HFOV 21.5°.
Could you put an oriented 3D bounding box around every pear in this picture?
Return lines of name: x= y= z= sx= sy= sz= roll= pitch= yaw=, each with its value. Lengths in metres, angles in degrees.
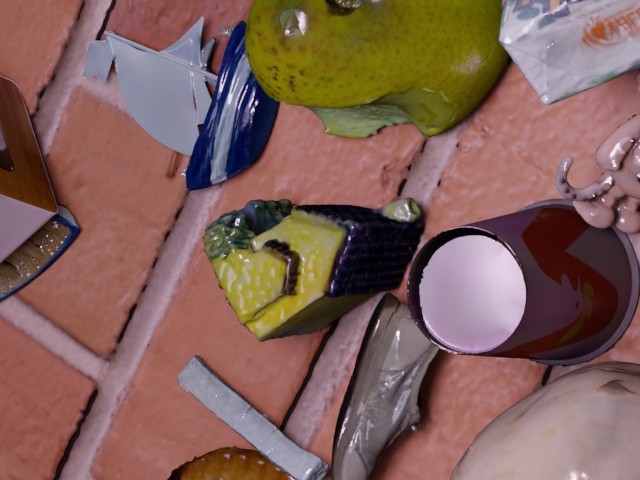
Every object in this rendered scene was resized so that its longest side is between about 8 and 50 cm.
pear: x=0.049 y=-0.221 z=1.923 sx=0.286 sy=0.282 sz=0.176 roll=-3 pitch=81 yaw=28

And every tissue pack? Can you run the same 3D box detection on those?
tissue pack: x=-0.473 y=-0.105 z=2.230 sx=0.136 sy=0.159 sz=0.246 roll=-41 pitch=53 yaw=24
tissue pack: x=0.314 y=-0.306 z=1.773 sx=0.228 sy=0.311 sz=0.128 roll=-24 pitch=123 yaw=27

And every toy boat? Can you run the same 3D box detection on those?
toy boat: x=-0.421 y=0.028 z=2.299 sx=0.229 sy=0.080 sz=0.046 roll=-39 pitch=40 yaw=26
toy boat: x=-0.169 y=-0.211 z=2.157 sx=0.291 sy=0.070 sz=0.210 roll=48 pitch=109 yaw=21

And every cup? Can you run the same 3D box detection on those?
cup: x=0.214 y=0.051 z=1.837 sx=0.203 sy=0.288 sz=0.203 roll=0 pitch=90 yaw=28

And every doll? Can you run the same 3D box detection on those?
doll: x=0.371 y=-0.133 z=1.832 sx=0.278 sy=0.154 sz=0.119 roll=-56 pitch=40 yaw=20

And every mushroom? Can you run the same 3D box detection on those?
mushroom: x=0.315 y=0.310 z=1.821 sx=0.336 sy=0.314 sz=0.314 roll=45 pitch=112 yaw=-3

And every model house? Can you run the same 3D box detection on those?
model house: x=0.000 y=0.000 z=2.000 sx=0.211 sy=0.194 sz=0.170 roll=-30 pitch=76 yaw=26

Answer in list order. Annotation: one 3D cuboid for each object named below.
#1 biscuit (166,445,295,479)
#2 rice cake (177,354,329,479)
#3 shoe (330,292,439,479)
biscuit: x=-0.099 y=0.422 z=2.151 sx=0.318 sy=0.040 sz=0.318 roll=1 pitch=92 yaw=28
rice cake: x=-0.089 y=0.228 z=2.123 sx=0.245 sy=0.042 sz=0.045 roll=37 pitch=86 yaw=29
shoe: x=0.075 y=0.202 z=2.026 sx=0.098 sy=0.103 sz=0.275 roll=18 pitch=109 yaw=1
